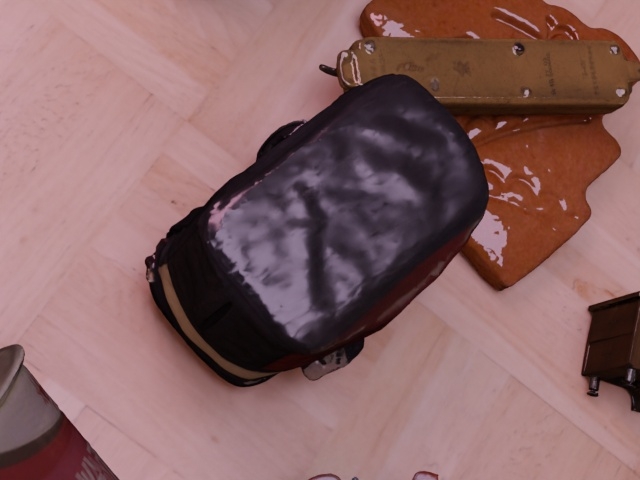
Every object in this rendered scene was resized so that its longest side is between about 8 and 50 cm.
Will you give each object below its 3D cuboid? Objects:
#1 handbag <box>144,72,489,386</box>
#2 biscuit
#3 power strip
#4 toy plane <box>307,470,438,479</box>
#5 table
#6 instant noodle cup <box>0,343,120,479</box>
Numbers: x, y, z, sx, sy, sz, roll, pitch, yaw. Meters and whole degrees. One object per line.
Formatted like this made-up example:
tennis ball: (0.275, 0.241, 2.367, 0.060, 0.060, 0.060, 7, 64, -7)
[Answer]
handbag: (0.000, 0.000, 1.271, 0.254, 0.181, 0.181, -42, 93, -25)
biscuit: (0.170, -0.105, 1.449, 0.284, 0.043, 0.306, 7, 71, -20)
power strip: (0.141, -0.143, 1.404, 0.305, 0.044, 0.064, -2, 76, -20)
toy plane: (-0.013, 0.311, 1.211, 0.326, 0.104, 0.223, -26, 86, -26)
table: (0.279, 0.100, 1.411, 0.070, 0.083, 0.082, 20, 72, -18)
instant noodle cup: (-0.227, 0.212, 1.099, 0.178, 0.235, 0.235, 45, 63, -15)
